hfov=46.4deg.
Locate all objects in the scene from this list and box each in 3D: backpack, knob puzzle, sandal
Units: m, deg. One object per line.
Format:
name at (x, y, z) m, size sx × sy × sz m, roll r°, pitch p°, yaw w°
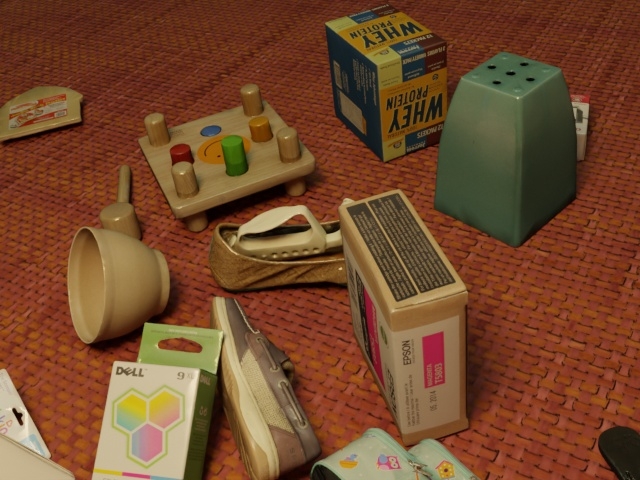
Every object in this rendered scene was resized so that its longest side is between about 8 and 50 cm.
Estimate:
backpack at (0.080, 0.273, 0.716) m, size 0.144 × 0.166 × 0.188 m, roll -34°, pitch 49°, yaw -29°
knob puzzle at (-0.600, -0.275, 1.598) m, size 0.213 × 0.030 × 0.213 m, roll -5°, pitch 40°, yaw 4°
sandal at (0.355, 0.260, 0.781) m, size 0.067 × 0.040 × 0.179 m, roll -18°, pitch 40°, yaw -12°

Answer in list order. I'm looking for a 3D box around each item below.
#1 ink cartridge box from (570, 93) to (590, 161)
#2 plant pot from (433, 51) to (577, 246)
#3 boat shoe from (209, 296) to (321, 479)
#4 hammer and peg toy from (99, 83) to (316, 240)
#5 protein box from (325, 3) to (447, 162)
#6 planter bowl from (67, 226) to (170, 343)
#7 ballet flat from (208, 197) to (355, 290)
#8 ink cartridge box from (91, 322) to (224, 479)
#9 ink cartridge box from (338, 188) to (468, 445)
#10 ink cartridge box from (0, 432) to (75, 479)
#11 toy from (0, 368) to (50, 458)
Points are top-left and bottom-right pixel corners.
ink cartridge box at (0.418, -0.203, 1.313) m, size 0.099 × 0.056 × 0.135 m, roll 7°, pitch 41°, yaw 16°
plant pot at (0.285, -0.150, 1.135) m, size 0.165 × 0.234 × 0.165 m, roll -34°, pitch 46°, yaw -29°
boat shoe at (-0.076, 0.173, 0.924) m, size 0.092 × 0.103 × 0.285 m, roll -7°, pitch 35°, yaw -17°
hammer and peg toy at (-0.219, -0.138, 1.290) m, size 0.361 × 0.127 × 0.266 m, roll -20°, pitch 41°, yaw -14°
protein box at (0.119, -0.288, 1.355) m, size 0.136 × 0.200 × 0.201 m, roll -22°, pitch 42°, yaw -15°
planter bowl at (-0.282, 0.061, 1.061) m, size 0.109 × 0.162 × 0.162 m, roll 0°, pitch 31°, yaw -36°
ballet flat at (0.000, 0.000, 1.091) m, size 0.342 × 0.124 × 0.116 m, roll -3°, pitch 40°, yaw 6°
ink cartridge box at (-0.185, 0.196, 0.861) m, size 0.109 × 0.062 × 0.209 m, roll 3°, pitch 72°, yaw 14°
ink cartridge box at (0.097, 0.091, 0.879) m, size 0.088 × 0.235 × 0.193 m, roll -15°, pitch 39°, yaw -7°
ink cartridge box at (-0.376, 0.319, 0.668) m, size 0.283 × 0.117 × 0.207 m, roll -33°, pitch 30°, yaw 28°
toy at (-0.463, 0.259, 0.880) m, size 0.237 × 0.056 × 0.137 m, roll -30°, pitch 71°, yaw -20°
